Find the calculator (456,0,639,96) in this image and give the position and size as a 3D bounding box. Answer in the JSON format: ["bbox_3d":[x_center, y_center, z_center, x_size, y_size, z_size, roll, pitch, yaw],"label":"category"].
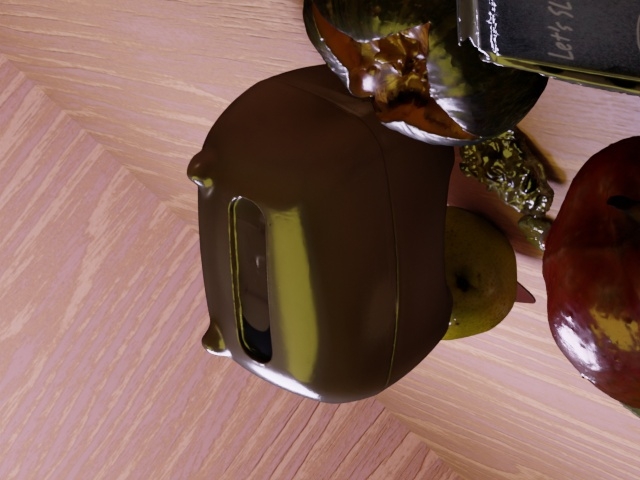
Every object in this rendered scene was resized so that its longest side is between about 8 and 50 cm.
[{"bbox_3d":[0.235,-0.170,1.127,0.274,0.028,0.165,13,151,15],"label":"calculator"}]

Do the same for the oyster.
[{"bbox_3d":[0.205,-0.091,1.684,0.105,0.056,0.177,6,143,53],"label":"oyster"}]

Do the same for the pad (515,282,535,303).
[{"bbox_3d":[0.210,0.036,2.241,0.181,0.004,0.267,40,167,-16],"label":"pad"}]

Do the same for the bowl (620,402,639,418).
[{"bbox_3d":[0.448,0.165,1.804,0.211,0.112,0.211,34,168,8],"label":"bowl"}]

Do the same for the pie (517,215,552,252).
[{"bbox_3d":[0.285,-0.003,1.851,0.084,0.020,0.084,34,169,7],"label":"pie"}]

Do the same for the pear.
[{"bbox_3d":[0.172,0.042,1.973,0.198,0.198,0.198,35,168,9],"label":"pear"}]

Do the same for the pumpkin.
[{"bbox_3d":[0.101,-0.196,1.330,0.238,0.159,0.238,27,156,13],"label":"pumpkin"}]

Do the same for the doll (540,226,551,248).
[{"bbox_3d":[0.326,0.033,1.750,0.142,0.076,0.245,26,168,28],"label":"doll"}]

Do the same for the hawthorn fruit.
[{"bbox_3d":[0.300,0.018,1.321,0.254,0.254,0.300,27,179,38],"label":"hawthorn fruit"}]

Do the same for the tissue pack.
[{"bbox_3d":[0.000,0.000,1.774,0.267,0.277,0.387,26,131,38],"label":"tissue pack"}]
